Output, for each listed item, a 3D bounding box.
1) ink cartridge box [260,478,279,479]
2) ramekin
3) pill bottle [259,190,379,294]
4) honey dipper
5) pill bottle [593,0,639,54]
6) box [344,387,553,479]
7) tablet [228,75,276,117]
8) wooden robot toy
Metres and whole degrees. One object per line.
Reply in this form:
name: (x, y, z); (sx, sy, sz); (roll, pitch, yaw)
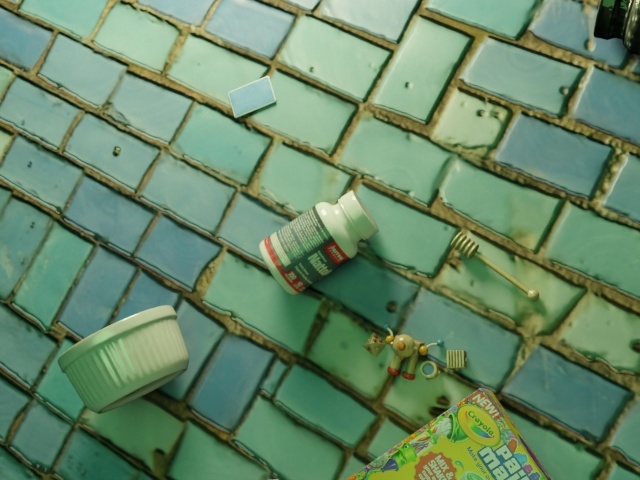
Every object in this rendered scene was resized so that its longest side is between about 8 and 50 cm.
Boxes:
ink cartridge box: (-0.139, 0.447, 1.306); (0.160, 0.219, 0.093); (-38, 68, 6)
ramekin: (-0.317, 0.202, 1.421); (0.207, 0.207, 0.109); (-30, 82, 10)
pill bottle: (0.000, 0.000, 1.408); (0.180, 0.108, 0.108); (-34, 72, 9)
honey dipper: (0.278, 0.045, 1.357); (0.160, 0.030, 0.030); (39, 92, 18)
pill bottle: (0.538, -0.336, 1.302); (0.219, 0.123, 0.123); (16, 84, 20)
box: (0.210, 0.410, 1.228); (0.279, 0.177, 0.290); (-37, 71, 6)
tablet: (-0.124, -0.260, 1.552); (0.083, 0.006, 0.054); (-20, 74, 12)
wooden robot toy: (0.140, 0.180, 1.345); (0.173, 0.079, 0.076); (14, 84, 20)
